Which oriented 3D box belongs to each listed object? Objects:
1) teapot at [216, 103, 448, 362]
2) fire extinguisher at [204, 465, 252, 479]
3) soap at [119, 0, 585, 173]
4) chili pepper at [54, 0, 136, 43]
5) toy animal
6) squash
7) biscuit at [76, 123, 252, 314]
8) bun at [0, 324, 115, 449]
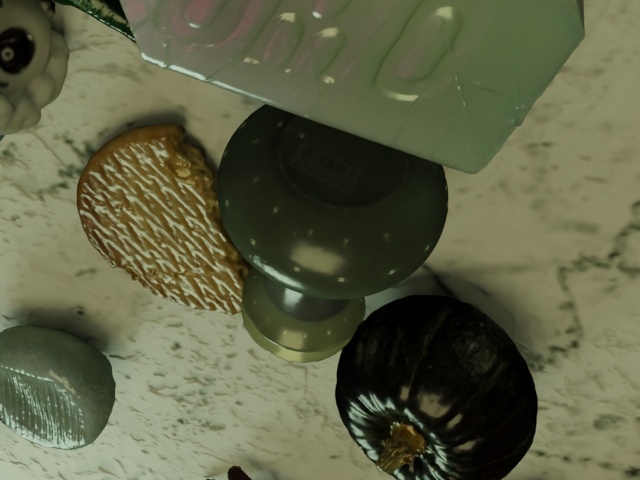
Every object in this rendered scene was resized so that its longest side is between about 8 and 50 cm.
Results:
[{"bbox_3d":[0.000,0.000,1.425,0.183,0.183,0.251,14,147,-1],"label":"teapot"},{"bbox_3d":[-0.089,0.365,1.875,0.147,0.106,0.337,33,138,15],"label":"fire extinguisher"},{"bbox_3d":[0.001,-0.193,1.224,0.347,0.115,0.208,18,136,-16],"label":"soap"},{"bbox_3d":[-0.194,-0.211,1.296,0.224,0.098,0.061,18,139,-17],"label":"chili pepper"},{"bbox_3d":[-0.317,-0.134,1.366,0.208,0.156,0.204,35,137,-26],"label":"toy animal"},{"bbox_3d":[0.103,0.140,1.548,0.193,0.156,0.193,9,115,19],"label":"squash"},{"bbox_3d":[-0.139,-0.014,1.532,0.144,0.033,0.224,-8,133,24],"label":"biscuit"},{"bbox_3d":[-0.260,0.136,1.684,0.140,0.083,0.141,13,133,14],"label":"bun"}]
